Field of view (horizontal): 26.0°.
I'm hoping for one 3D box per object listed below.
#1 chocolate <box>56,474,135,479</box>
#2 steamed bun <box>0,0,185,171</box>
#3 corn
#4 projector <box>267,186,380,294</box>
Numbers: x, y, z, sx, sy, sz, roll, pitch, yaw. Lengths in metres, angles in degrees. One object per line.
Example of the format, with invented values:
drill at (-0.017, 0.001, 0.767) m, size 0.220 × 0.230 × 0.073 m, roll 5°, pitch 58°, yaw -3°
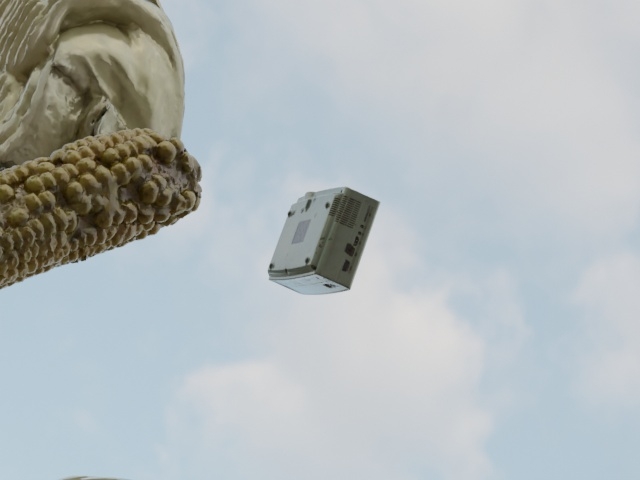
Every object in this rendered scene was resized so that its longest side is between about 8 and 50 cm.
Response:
chocolate at (-0.126, 0.297, 0.710) m, size 0.314 × 0.297 × 0.326 m, roll 21°, pitch -41°, yaw 19°
steamed bun at (-0.273, -0.131, 1.502) m, size 0.237 × 0.394 × 0.347 m, roll 25°, pitch -51°, yaw -34°
corn at (-0.219, -0.017, 1.072) m, size 0.097 × 0.320 × 0.097 m, roll 22°, pitch -57°, yaw 38°
projector at (0.000, 0.000, 1.618) m, size 0.061 × 0.115 × 0.147 m, roll 26°, pitch -14°, yaw -20°
